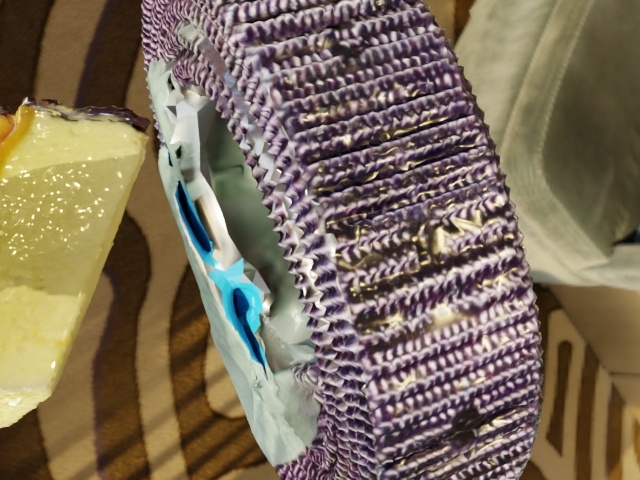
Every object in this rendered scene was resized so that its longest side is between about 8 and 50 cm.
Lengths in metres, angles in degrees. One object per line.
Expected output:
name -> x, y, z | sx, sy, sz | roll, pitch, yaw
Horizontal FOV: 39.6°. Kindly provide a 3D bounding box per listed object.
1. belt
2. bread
belt -> 0.000, 0.000, 0.467 | 0.122, 0.260, 0.324 | -21, 96, -20
bread -> -0.419, 0.028, 0.973 | 0.346, 0.242, 0.405 | 18, 73, -21
